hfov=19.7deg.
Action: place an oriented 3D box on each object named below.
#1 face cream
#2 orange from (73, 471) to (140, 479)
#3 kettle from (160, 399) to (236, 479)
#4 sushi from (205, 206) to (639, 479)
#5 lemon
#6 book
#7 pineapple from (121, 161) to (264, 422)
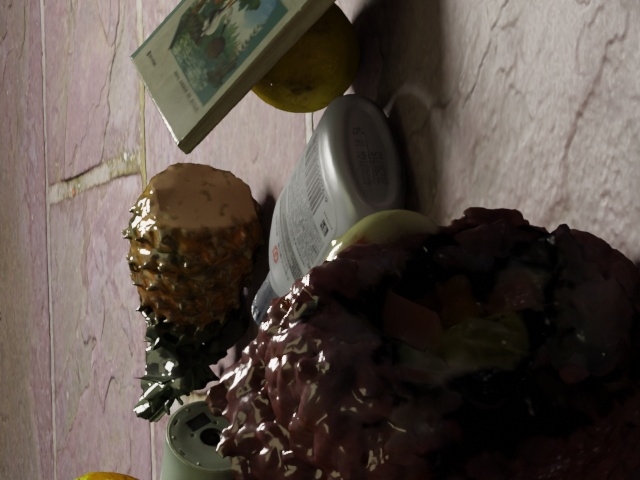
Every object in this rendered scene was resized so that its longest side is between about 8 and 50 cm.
[{"bbox_3d":[0.000,0.000,1.639,0.291,0.071,0.144,119,146,-54],"label":"face cream"},{"bbox_3d":[-0.248,0.383,2.237,0.237,0.158,0.179,114,145,-52],"label":"orange"},{"bbox_3d":[-0.114,0.260,1.977,0.098,0.126,0.148,-65,-9,-47],"label":"kettle"},{"bbox_3d":[0.072,0.084,1.143,0.236,0.270,0.171,61,145,30],"label":"sushi"},{"bbox_3d":[-0.022,-0.169,1.634,0.133,0.109,0.109,-125,38,-54],"label":"lemon"},{"bbox_3d":[-0.048,-0.218,1.593,0.283,0.025,0.215,-47,31,8],"label":"book"},{"bbox_3d":[-0.148,0.071,1.953,0.170,0.141,0.310,-58,-15,-46],"label":"pineapple"}]
